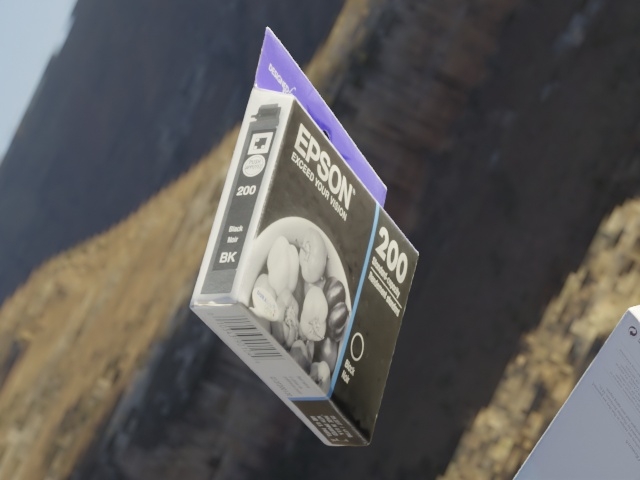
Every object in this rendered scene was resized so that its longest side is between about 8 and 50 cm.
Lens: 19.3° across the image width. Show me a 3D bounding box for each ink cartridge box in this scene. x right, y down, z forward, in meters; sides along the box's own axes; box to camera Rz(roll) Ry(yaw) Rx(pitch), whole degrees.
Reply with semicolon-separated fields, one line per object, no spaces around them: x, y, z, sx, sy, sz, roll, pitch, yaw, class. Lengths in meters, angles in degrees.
0.000;0.000;1.237;0.206;0.045;0.208;50;-134;-50;ink cartridge box

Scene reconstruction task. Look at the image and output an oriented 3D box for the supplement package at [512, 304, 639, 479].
0.276;0.170;1.317;0.194;0.149;0.203;56;139;30;supplement package
